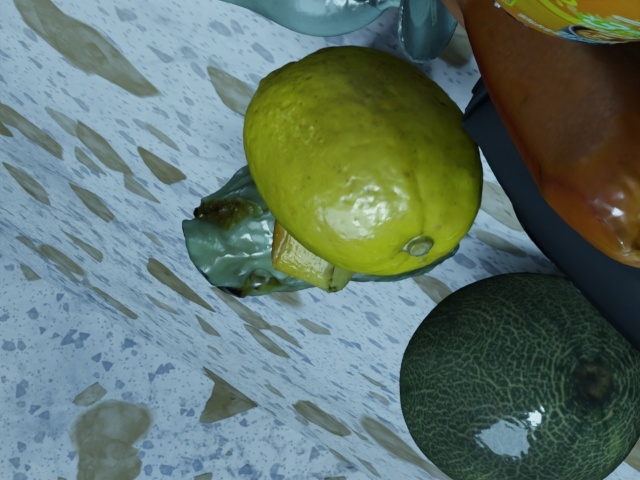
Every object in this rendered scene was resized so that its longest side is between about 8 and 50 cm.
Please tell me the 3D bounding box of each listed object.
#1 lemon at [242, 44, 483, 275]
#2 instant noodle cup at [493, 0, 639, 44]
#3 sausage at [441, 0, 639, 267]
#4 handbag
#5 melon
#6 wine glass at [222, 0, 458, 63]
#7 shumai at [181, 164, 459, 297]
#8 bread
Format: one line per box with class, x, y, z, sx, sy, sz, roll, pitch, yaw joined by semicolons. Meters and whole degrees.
lemon;0.033;-0.067;0.981;0.207;0.170;0.170;53;170;23
instant noodle cup;0.163;-0.190;0.560;0.230;0.230;0.182;38;172;-11
sausage;0.143;-0.115;0.752;0.097;0.094;0.348;39;-158;-41
handbag;0.265;0.017;0.948;0.342;0.152;0.288;50;175;23
melon;0.204;0.153;1.289;0.237;0.237;0.302;38;162;-11
wine glass;0.005;-0.204;0.965;0.202;0.093;0.093;19;157;32
shumai;0.000;0.000;1.323;0.272;0.203;0.222;18;157;32
bread;0.020;-0.060;1.152;0.094;0.102;0.245;29;127;12
